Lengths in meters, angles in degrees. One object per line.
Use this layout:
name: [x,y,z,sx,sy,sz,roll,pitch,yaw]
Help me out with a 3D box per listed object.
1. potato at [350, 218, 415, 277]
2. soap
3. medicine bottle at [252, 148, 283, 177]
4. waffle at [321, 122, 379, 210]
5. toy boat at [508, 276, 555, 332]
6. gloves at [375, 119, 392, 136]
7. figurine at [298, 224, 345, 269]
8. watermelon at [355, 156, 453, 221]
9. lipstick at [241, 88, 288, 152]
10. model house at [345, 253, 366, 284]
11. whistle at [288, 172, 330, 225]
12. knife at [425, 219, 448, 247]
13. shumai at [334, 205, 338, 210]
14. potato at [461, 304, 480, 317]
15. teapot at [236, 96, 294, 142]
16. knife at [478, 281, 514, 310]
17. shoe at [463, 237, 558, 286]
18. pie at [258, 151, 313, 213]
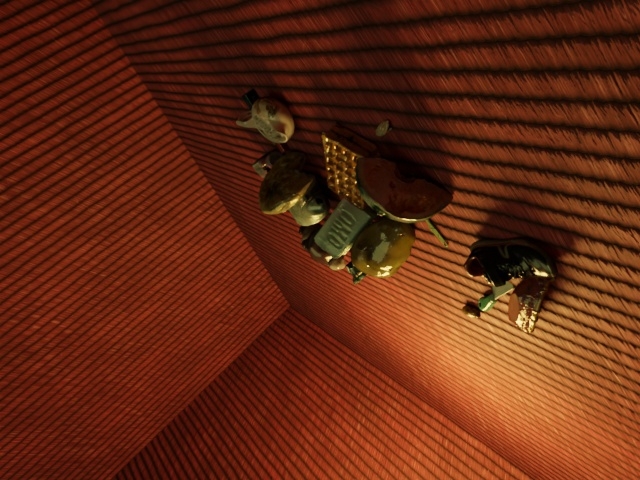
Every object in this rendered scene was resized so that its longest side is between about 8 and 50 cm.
potato: [0.257,0.023,1.640,0.218,0.202,0.351,37,149,7]
soap: [0.100,-0.056,1.721,0.150,0.261,0.094,45,-155,18]
medicine bottle: [-0.249,-0.384,1.996,0.094,0.119,0.188,53,159,-16]
waffle: [0.114,-0.270,1.530,0.213,0.091,0.308,37,157,26]
toy boat: [0.672,0.214,1.314,0.317,0.099,0.140,74,-172,-51]
gloves: [0.200,-0.352,1.287,0.044,0.037,0.081,12,154,-7]
figurine: [-0.012,0.016,2.127,0.218,0.206,0.365,28,171,-28]
watermelon: [0.238,-0.132,1.338,0.322,0.175,0.188,31,161,8]
lipstick: [-0.238,-0.524,1.817,0.051,0.051,0.312,11,140,56]
model house: [0.191,0.131,2.103,0.148,0.119,0.148,52,161,11]
whistle: [-0.080,-0.235,1.928,0.168,0.188,0.404,57,-169,-39]
knife: [0.400,-0.053,1.467,0.207,0.014,0.030,49,158,-9]
shumai: [0.113,-0.060,1.883,0.120,0.201,0.201,6,157,-4]
potato: [0.613,0.292,1.644,0.083,0.040,0.051,13,136,55]
teapot: [-0.213,-0.494,1.680,0.298,0.139,0.204,24,154,36]
knife: [0.622,0.187,1.428,0.035,0.063,0.260,1,152,-2]
shoe: [0.551,0.072,1.218,0.114,0.137,0.291,54,158,-21]
pie: [-0.169,-0.246,1.789,0.075,0.337,0.338,37,170,-38]
